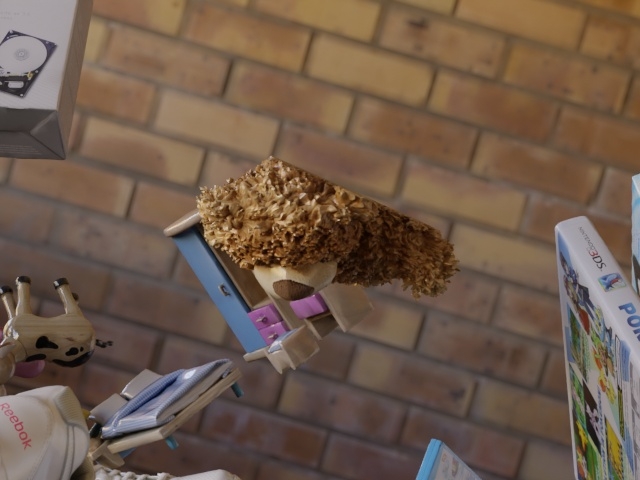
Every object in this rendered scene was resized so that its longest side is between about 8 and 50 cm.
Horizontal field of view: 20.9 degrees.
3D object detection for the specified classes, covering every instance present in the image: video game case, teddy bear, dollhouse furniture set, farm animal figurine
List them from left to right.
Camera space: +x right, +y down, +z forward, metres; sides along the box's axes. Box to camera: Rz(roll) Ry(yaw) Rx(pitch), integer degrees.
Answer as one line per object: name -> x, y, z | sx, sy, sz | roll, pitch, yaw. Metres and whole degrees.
farm animal figurine -> -0.456, 0.148, 2.056 | 0.327, 0.330, 0.172 | 42, 23, -47
dollhouse furniture set -> -0.160, 0.103, 2.000 | 0.198, 0.303, 0.286 | 56, -31, -6
teddy bear -> 0.000, 0.000, 1.593 | 0.245, 0.113, 0.338 | 21, 2, -5
video game case -> 0.134, 0.296, 1.869 | 0.015, 0.119, 0.166 | 12, -19, 31
video game case -> 0.273, 0.191, 1.458 | 0.036, 0.329, 0.300 | -16, 40, -6

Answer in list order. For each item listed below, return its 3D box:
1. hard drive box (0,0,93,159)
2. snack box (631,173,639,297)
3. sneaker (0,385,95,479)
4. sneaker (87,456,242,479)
hard drive box -> -0.351, -0.206, 1.872 | 0.181, 0.232, 0.089 | 3, -36, 1
snack box -> 0.392, 0.085, 1.870 | 0.060, 0.187, 0.322 | -17, -35, -1
sneaker -> -0.170, 0.151, 0.893 | 0.115, 0.232, 0.090 | -20, 69, -34
sneaker -> -0.231, 0.273, 1.858 | 0.292, 0.169, 0.108 | -27, 11, 25
